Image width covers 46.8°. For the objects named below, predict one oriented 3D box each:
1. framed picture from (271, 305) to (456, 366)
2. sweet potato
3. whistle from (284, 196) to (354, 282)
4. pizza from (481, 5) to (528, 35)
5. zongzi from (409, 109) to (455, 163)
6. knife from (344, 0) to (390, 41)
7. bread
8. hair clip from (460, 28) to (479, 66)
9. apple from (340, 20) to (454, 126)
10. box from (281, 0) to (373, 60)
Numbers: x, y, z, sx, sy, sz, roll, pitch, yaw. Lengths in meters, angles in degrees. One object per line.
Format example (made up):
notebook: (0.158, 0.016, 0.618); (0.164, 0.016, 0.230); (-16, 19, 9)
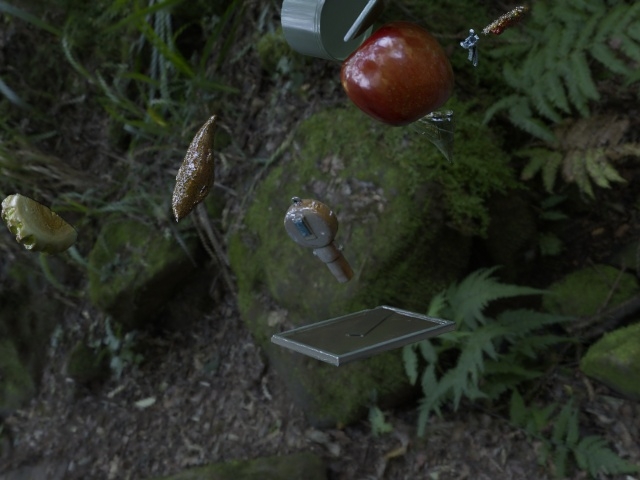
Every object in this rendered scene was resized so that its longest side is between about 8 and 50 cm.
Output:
framed picture: (0.082, 0.174, 1.412); (0.211, 0.290, 0.020); (9, 106, 52)
sweet potato: (-0.219, -0.128, 1.321); (0.060, 0.068, 0.205); (176, 108, -75)
whistle: (0.000, 0.000, 1.459); (0.107, 0.220, 0.057); (-11, 38, 32)
pizza: (0.393, -0.449, 1.508); (0.100, 0.029, 0.099); (-24, 3, 43)
zongzi: (0.252, -0.256, 1.809); (0.062, 0.154, 0.130); (-71, -17, -81)
knife: (0.145, -0.451, 1.166); (0.343, 0.027, 0.061); (-49, -10, 27)
bread: (-0.569, -0.017, 1.488); (0.083, 0.157, 0.094); (-39, 46, 23)
hair clip: (0.336, -0.427, 1.662); (0.039, 0.115, 0.030); (-29, 69, 6)
apple: (0.130, -0.283, 1.275); (0.181, 0.168, 0.181); (-34, 10, 7)
box: (0.023, -0.621, 2.060); (0.149, 0.226, 0.226); (23, 91, 40)
